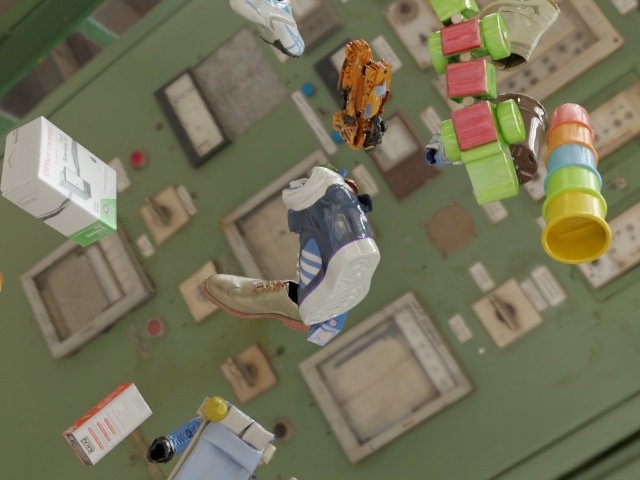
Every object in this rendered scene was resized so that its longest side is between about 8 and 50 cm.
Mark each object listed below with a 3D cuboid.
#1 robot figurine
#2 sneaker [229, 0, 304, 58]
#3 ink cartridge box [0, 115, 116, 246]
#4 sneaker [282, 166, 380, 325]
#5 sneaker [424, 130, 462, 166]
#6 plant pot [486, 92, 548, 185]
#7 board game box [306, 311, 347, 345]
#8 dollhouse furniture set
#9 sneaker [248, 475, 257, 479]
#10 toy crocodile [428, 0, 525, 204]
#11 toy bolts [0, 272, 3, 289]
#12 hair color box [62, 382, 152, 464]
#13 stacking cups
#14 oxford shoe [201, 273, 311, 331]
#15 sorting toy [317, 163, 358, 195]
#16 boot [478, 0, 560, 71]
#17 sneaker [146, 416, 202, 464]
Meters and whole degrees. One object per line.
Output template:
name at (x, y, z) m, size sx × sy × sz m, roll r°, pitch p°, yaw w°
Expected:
robot figurine at (0.104, -0.371, 2.205) m, size 0.211 × 0.085 × 0.291 m, roll 53°, pitch -34°, yaw 38°
sneaker at (-0.073, -0.375, 1.396) m, size 0.085 × 0.086 × 0.237 m, roll 36°, pitch 3°, yaw 20°
ink cartridge box at (-0.667, -0.148, 2.145) m, size 0.289 × 0.121 × 0.211 m, roll 42°, pitch 31°, yaw -50°
sneaker at (0.000, 0.000, 1.600) m, size 0.236 × 0.130 × 0.323 m, roll 65°, pitch -25°, yaw 22°
sneaker at (0.217, -0.169, 1.544) m, size 0.135 × 0.058 × 0.052 m, roll -114°, pitch -174°, yaw -71°
plant pot at (0.427, -0.216, 1.864) m, size 0.167 × 0.167 × 0.165 m, roll 47°, pitch 36°, yaw -28°
board game box at (0.037, 0.121, 1.887) m, size 0.047 × 0.210 × 0.160 m, roll 21°, pitch -22°, yaw -7°
dollhouse furniture set at (-0.135, 0.461, 1.443) m, size 0.303 × 0.286 × 0.198 m, roll 43°, pitch -29°, yaw -18°
sneaker at (-0.175, 0.622, 1.795) m, size 0.083 × 0.223 × 0.098 m, roll 24°, pitch -4°, yaw 0°
toy crocodile at (0.222, -0.222, 1.213) m, size 0.105 × 0.115 × 0.340 m, roll -5°, pitch 85°, yaw -64°
toy bolts at (-0.875, 0.080, 1.921) m, size 0.158 × 0.218 × 0.228 m, roll -78°, pitch 173°, yaw -58°
hair color box at (-0.371, 0.320, 1.452) m, size 0.141 × 0.043 × 0.072 m, roll -39°, pitch 106°, yaw -41°
stacking cups at (0.381, -0.107, 1.259) m, size 0.096 × 0.096 × 0.316 m, roll 47°, pitch 36°, yaw -28°
oxford shoe at (-0.140, 0.137, 2.216) m, size 0.348 × 0.130 × 0.123 m, roll 13°, pitch 47°, yaw -15°
sorting toy at (0.032, -0.118, 1.727) m, size 0.102 × 0.061 × 0.042 m, roll 30°, pitch 56°, yaw -4°
boot at (0.410, -0.455, 1.853) m, size 0.077 × 0.165 × 0.213 m, roll 42°, pitch -17°, yaw -34°
sneaker at (-0.315, 0.445, 1.837) m, size 0.058 × 0.152 × 0.084 m, roll 61°, pitch 3°, yaw 8°
